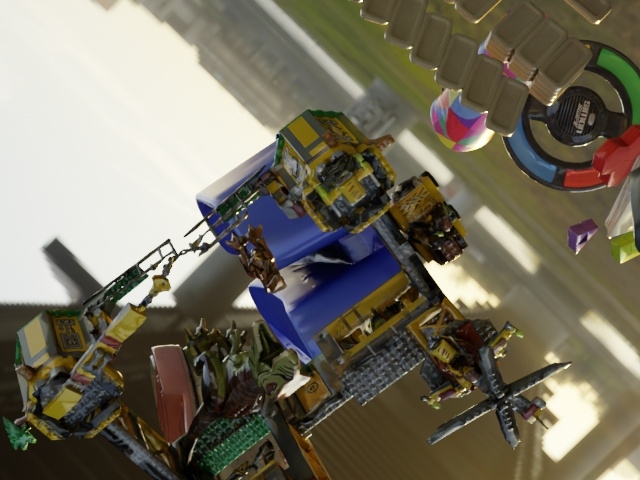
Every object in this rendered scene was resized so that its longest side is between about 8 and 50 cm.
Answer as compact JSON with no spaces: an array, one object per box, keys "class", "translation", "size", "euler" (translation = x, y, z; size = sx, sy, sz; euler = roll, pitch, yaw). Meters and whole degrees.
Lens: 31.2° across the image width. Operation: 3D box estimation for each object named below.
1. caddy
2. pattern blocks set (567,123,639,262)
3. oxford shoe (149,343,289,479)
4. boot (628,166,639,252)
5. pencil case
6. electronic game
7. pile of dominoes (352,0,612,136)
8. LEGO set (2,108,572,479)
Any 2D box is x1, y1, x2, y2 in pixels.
[{"class":"caddy","translation":[0.000,0.000,1.256],"size":[0.241,0.179,0.341],"euler":[61,170,-12]},{"class":"pattern blocks set","translation":[0.435,-0.079,1.430],"size":[0.026,0.325,0.285],"euler":[47,150,30]},{"class":"oxford shoe","translation":[-0.080,0.244,1.261],"size":[0.397,0.147,0.140],"euler":[-118,23,-45]},{"class":"boot","translation":[0.545,-0.041,0.972],"size":[0.367,0.445,0.146],"euler":[40,-145,-14]},{"class":"pencil case","translation":[0.228,-0.207,1.497],"size":[0.104,0.104,0.236],"euler":[45,151,2]},{"class":"electronic game","translation":[0.384,-0.187,1.722],"size":[0.229,0.229,0.048],"euler":[45,-174,2]},{"class":"pile of dominoes","translation":[0.143,-0.230,1.120],"size":[0.251,0.196,0.040],"euler":[42,159,8]},{"class":"LEGO set","translation":[-0.018,0.094,0.726],"size":[0.255,0.331,0.192],"euler":[62,175,-34]}]
